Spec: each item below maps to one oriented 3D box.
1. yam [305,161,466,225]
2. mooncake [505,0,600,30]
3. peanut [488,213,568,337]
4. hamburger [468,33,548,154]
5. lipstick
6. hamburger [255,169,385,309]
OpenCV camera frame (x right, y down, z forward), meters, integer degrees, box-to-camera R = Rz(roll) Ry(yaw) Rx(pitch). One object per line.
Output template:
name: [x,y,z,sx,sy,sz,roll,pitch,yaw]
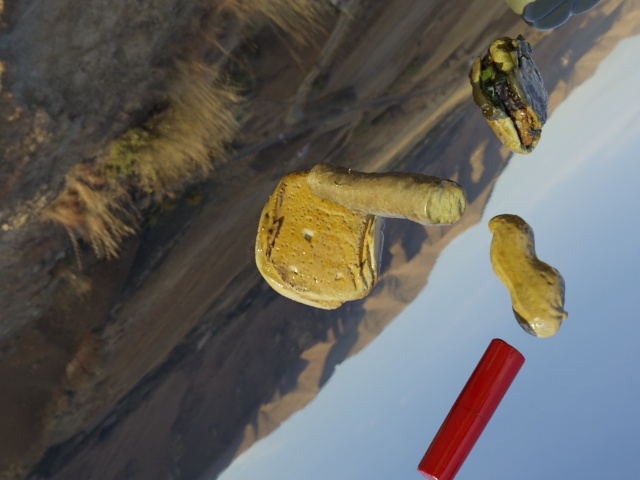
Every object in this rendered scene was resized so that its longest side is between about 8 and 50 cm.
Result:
yam: [0.086,-0.077,1.077,0.081,0.081,0.356,-44,-153,-14]
mooncake: [0.519,-0.572,1.490,0.274,0.135,0.275,-21,158,-9]
peanut: [0.398,0.064,1.366,0.117,0.263,0.101,-14,153,-17]
hamburger: [0.338,-0.262,1.285,0.129,0.183,0.206,-20,-146,35]
lipstick: [0.268,0.304,1.243,0.280,0.073,0.073,-53,179,-17]
hamburger: [-0.002,-0.007,1.624,0.174,0.284,0.305,-35,-141,60]
